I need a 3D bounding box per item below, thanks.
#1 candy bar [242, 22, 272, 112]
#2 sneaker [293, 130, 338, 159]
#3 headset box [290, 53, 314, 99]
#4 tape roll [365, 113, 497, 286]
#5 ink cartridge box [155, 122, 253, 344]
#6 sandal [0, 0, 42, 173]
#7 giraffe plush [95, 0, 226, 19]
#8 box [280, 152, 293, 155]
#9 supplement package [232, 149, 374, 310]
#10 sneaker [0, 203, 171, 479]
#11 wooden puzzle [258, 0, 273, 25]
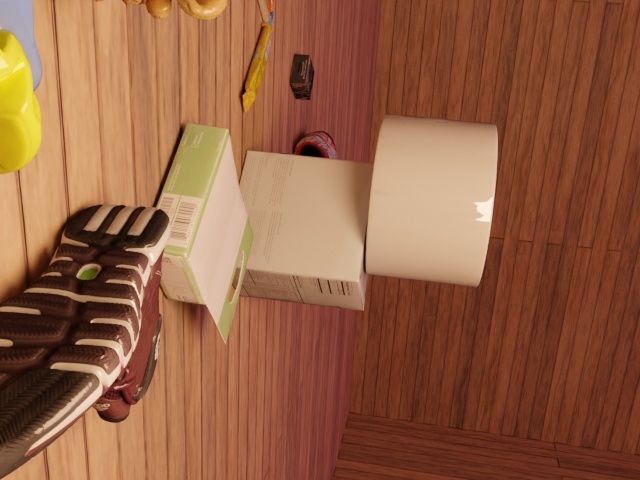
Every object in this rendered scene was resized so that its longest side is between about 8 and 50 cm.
[{"bbox_3d":[-0.094,-0.262,1.043,0.040,0.018,0.162,89,10,-58],"label":"candy bar"},{"bbox_3d":[0.018,-0.097,1.470,0.145,0.090,0.270,-47,118,-72],"label":"sneaker"},{"bbox_3d":[-0.035,-0.317,1.345,0.083,0.032,0.062,65,33,-77],"label":"headset box"},{"bbox_3d":[0.166,-0.058,1.050,0.246,0.169,0.246,7,90,-82],"label":"tape roll"},{"bbox_3d":[-0.136,0.000,0.835,0.235,0.056,0.171,88,12,-59],"label":"ink cartridge box"},{"bbox_3d":[-0.179,-0.168,0.256,0.317,0.126,0.138,98,-1,-59],"label":"sandal"},{"bbox_3d":[-0.114,-0.247,0.465,0.210,0.181,0.171,50,57,-55],"label":"giraffe plush"},{"bbox_3d":[-0.075,-0.089,1.262,0.137,0.027,0.094,-70,163,-57],"label":"box"},{"bbox_3d":[-0.023,-0.013,1.076,0.149,0.203,0.194,76,23,-67],"label":"supplement package"},{"bbox_3d":[-0.173,0.101,0.514,0.281,0.106,0.163,-71,168,-58],"label":"sneaker"},{"bbox_3d":[-0.080,-0.382,1.061,0.116,0.014,0.079,67,31,-74],"label":"wooden puzzle"}]
